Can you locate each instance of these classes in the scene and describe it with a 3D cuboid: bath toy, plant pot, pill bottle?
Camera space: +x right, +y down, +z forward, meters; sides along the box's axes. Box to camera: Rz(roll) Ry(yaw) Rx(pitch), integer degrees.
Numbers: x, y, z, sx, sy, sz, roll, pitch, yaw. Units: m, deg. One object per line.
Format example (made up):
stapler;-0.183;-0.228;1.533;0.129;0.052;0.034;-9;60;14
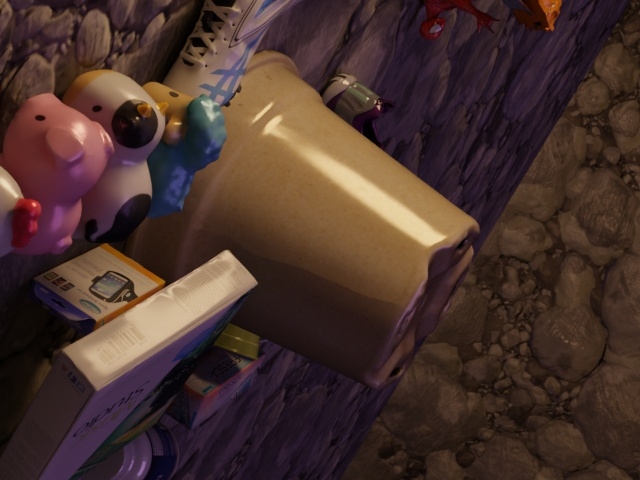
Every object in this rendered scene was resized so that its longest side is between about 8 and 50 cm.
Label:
bath toy;-0.208;-0.056;1.026;0.348;0.129;0.151;-30;113;-62
plant pot;-0.112;0.116;1.748;0.083;0.083;0.079;34;74;-74
pill bottle;-0.245;0.267;1.563;0.094;0.094;0.169;-59;164;-2
plant pot;0.000;0.000;1.435;0.334;0.305;0.334;-53;163;-23

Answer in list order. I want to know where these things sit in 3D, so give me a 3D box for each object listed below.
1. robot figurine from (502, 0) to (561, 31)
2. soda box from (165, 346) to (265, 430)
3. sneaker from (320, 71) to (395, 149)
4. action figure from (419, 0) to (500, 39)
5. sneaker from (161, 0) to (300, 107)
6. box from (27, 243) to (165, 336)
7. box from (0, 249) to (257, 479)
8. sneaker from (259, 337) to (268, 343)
robot figurine;0.262;-0.430;1.670;0.211;0.085;0.291;-55;129;-22
soda box;-0.152;0.201;1.797;0.183;0.058;0.063;-30;147;-59
sneaker;0.028;-0.113;1.697;0.083;0.098;0.223;-42;156;-47
action figure;0.244;-0.396;1.788;0.280;0.139;0.091;-59;163;9
sneaker;-0.092;-0.209;1.212;0.237;0.085;0.086;-54;138;-5
box;-0.226;0.051;1.249;0.136;0.081;0.028;-34;151;-56
box;-0.216;0.160;1.325;0.232;0.058;0.322;-33;168;-42
sneaker;-0.042;0.101;1.897;0.226;0.086;0.163;-51;160;-31
